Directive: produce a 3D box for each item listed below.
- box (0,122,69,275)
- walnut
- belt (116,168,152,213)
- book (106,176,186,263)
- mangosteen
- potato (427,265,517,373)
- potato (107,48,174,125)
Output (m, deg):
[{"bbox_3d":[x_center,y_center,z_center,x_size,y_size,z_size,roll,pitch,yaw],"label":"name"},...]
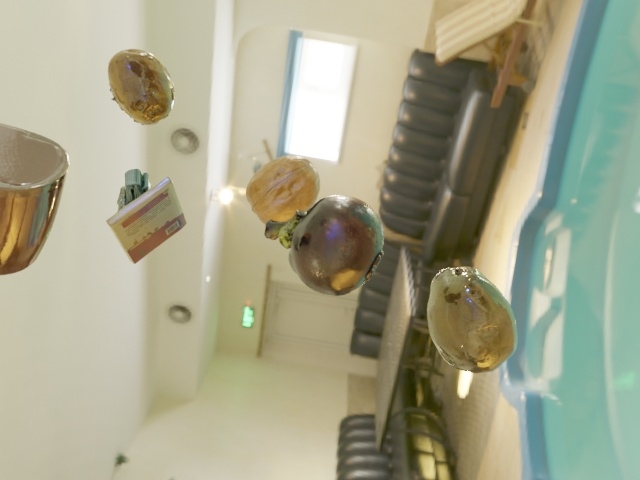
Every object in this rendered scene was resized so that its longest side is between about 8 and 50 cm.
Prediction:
[{"bbox_3d":[-0.646,-0.081,1.349,0.301,0.300,0.216,-80,7,-62],"label":"box"},{"bbox_3d":[-0.094,-0.131,1.815,0.197,0.165,0.165,-40,-12,-15],"label":"walnut"},{"bbox_3d":[-0.432,-0.108,1.616,0.179,0.099,0.065,105,164,-65],"label":"belt"},{"bbox_3d":[-0.383,-0.040,1.574,0.162,0.022,0.232,-40,-16,-16],"label":"book"},{"bbox_3d":[0.000,0.000,1.566,0.231,0.289,0.232,18,-90,-74],"label":"mangosteen"},{"bbox_3d":[0.413,0.227,1.917,0.243,0.220,0.327,47,158,49],"label":"potato"},{"bbox_3d":[-0.461,-0.395,1.784,0.201,0.164,0.081,61,175,-1],"label":"potato"}]
